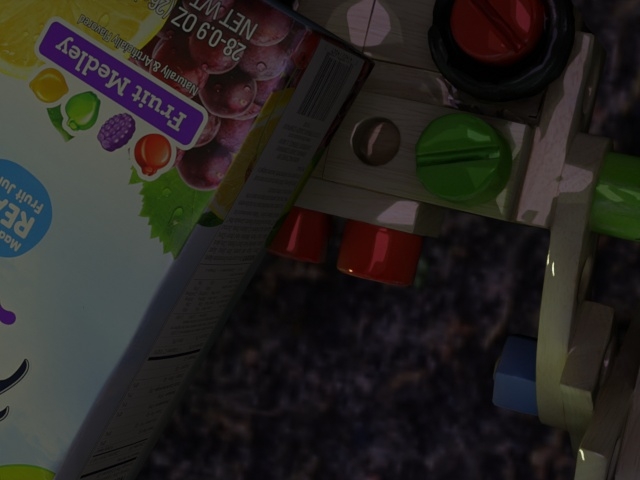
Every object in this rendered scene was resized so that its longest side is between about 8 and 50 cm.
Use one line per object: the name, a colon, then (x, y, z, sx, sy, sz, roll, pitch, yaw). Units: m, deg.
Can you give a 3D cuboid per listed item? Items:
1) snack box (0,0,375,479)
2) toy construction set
snack box: (-0.111, -0.014, 0.421, 0.174, 0.070, 0.207, 32, 100, 18)
toy construction set: (0.000, 0.000, 0.492, 0.327, 0.151, 0.215, 13, 91, 6)
